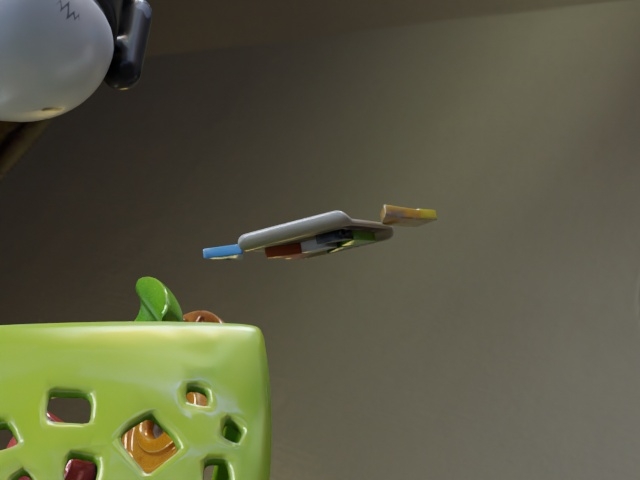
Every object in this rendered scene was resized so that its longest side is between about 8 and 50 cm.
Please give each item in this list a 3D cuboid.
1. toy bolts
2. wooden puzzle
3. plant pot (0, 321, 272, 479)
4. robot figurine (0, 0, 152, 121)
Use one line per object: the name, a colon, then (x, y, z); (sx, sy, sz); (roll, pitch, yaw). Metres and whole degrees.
toy bolts: (-0.142, 0.187, 0.882); (0.228, 0.218, 0.158); (-48, -49, 5)
wooden puzzle: (0.000, 0.000, 0.553); (0.079, 0.116, 0.014); (9, -110, -57)
plant pot: (-0.138, 0.197, 0.558); (0.227, 0.207, 0.228); (-1, -48, -16)
robot figurine: (-0.263, -0.235, 0.882); (0.173, 0.209, 0.278); (97, 173, -56)
